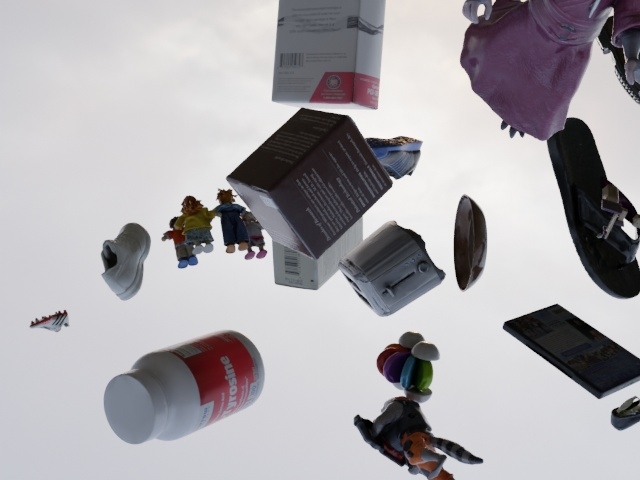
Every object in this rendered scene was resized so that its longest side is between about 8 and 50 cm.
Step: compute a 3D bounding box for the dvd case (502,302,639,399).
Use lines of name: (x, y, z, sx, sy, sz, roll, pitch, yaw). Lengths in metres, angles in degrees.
dvd case: (0.516, 0.217, 1.751, 0.180, 0.022, 0.253, -13, -143, -37)

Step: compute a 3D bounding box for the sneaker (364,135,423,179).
sneaker: (0.149, -0.175, 1.890, 0.081, 0.090, 0.232, 21, -161, 34)

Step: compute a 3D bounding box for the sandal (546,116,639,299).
sandal: (0.643, -0.074, 1.991, 0.168, 0.445, 0.107, -20, 179, -33)

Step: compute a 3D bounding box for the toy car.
toy car: (0.217, 0.324, 2.244, 0.136, 0.159, 0.182, 6, -167, -23)

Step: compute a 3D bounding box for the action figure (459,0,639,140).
action figure: (0.342, -0.302, 1.159, 0.248, 0.370, 0.275, 38, -120, 3)

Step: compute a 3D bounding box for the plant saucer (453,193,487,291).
plant saucer: (0.303, 0.005, 1.750, 0.036, 0.198, 0.198, 2, -156, -3)

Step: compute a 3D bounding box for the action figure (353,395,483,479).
action figure: (0.261, 0.505, 2.131, 0.341, 0.178, 0.330, 39, -175, -40)

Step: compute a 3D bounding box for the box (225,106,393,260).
box: (-0.019, -0.106, 1.542, 0.203, 0.167, 0.168, -44, -149, -14)

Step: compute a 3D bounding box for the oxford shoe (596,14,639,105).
oxford shoe: (0.696, -0.402, 1.936, 0.096, 0.227, 0.083, -27, 179, 14)

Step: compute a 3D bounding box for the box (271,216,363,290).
box: (0.000, 0.000, 2.217, 0.121, 0.147, 0.311, 6, -159, 23)

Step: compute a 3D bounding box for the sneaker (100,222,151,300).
sneaker: (-0.400, 0.019, 1.745, 0.080, 0.094, 0.212, -34, -145, 17)

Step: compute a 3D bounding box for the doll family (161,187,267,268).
doll family: (-0.238, -0.044, 2.024, 0.263, 0.118, 0.163, -6, -125, -20)

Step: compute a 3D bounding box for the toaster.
toaster: (0.128, 0.051, 1.666, 0.146, 0.129, 0.227, -35, -162, -5)

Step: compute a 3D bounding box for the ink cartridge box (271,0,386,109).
ink cartridge box: (0.020, -0.419, 1.806, 0.207, 0.282, 0.117, 7, -176, 33)

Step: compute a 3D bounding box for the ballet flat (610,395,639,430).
ballet flat: (0.849, 0.428, 2.267, 0.203, 0.074, 0.074, -26, -155, 5)

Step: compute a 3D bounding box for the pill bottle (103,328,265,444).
pill bottle: (-0.345, 0.375, 2.225, 0.229, 0.228, 0.408, 19, -163, 30)

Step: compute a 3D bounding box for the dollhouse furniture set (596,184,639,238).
dollhouse furniture set: (0.615, -0.052, 1.811, 0.091, 0.081, 0.114, 18, -144, 5)

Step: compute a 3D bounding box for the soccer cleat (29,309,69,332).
soccer cleat: (-0.473, 0.147, 1.524, 0.029, 0.035, 0.083, -12, -175, 30)
